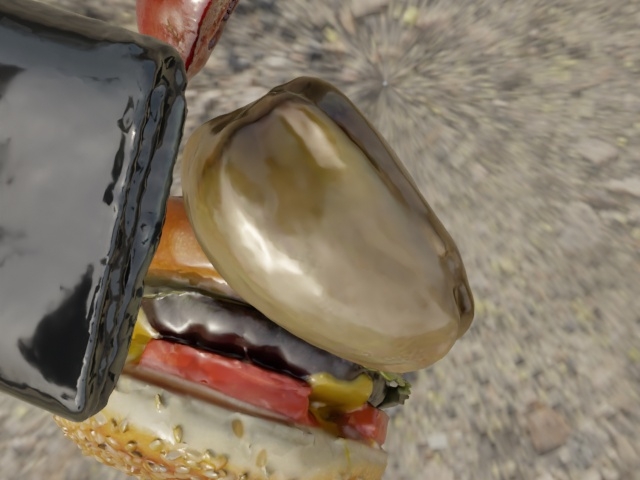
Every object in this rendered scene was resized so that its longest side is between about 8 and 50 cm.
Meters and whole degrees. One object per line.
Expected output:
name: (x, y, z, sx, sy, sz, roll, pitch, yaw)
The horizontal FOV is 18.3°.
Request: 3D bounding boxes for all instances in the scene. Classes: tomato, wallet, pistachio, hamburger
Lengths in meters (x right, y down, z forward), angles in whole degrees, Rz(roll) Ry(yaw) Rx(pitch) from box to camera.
tomato: (-0.105, -0.235, 1.719, 0.082, 0.174, 0.166, 26, 135, 1)
wallet: (-0.279, -0.064, 1.154, 0.406, 0.062, 0.228, 21, 110, 19)
pistachio: (0.000, 0.000, 1.582, 0.163, 0.213, 0.260, -36, 92, -40)
hamburger: (-0.076, 0.118, 1.809, 0.330, 0.330, 0.250, 21, 78, 0)
